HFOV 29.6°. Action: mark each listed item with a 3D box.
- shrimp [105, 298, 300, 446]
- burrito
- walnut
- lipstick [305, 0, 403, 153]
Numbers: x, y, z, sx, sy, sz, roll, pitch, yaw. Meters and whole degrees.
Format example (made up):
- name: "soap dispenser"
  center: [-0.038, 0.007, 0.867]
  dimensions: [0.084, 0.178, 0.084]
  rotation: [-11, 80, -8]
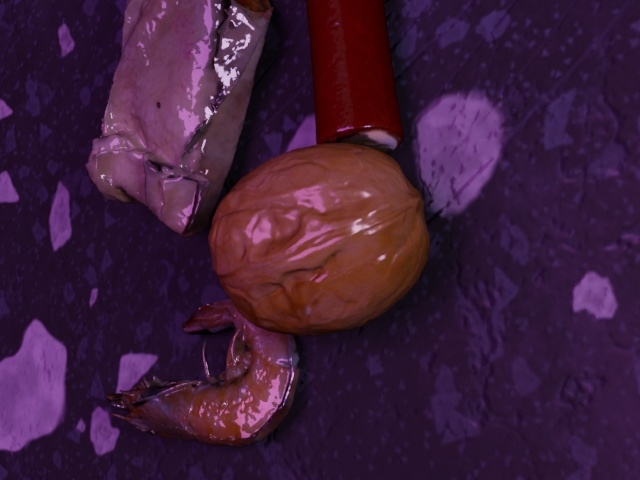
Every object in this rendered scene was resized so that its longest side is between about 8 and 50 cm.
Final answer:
- name: "shrimp"
  center: [-0.117, 0.129, 1.174]
  dimensions: [0.251, 0.052, 0.143]
  rotation: [-7, 67, 33]
- name: "burrito"
  center: [-0.132, -0.181, 1.204]
  dimensions: [0.175, 0.107, 0.347]
  rotation: [12, 92, 27]
- name: "walnut"
  center: [0.000, 0.000, 1.022]
  dimensions: [0.207, 0.159, 0.159]
  rotation: [-22, 68, 37]
- name: "lipstick"
  center: [0.024, -0.193, 1.082]
  dimensions: [0.080, 0.080, 0.241]
  rotation: [-19, 70, 38]
